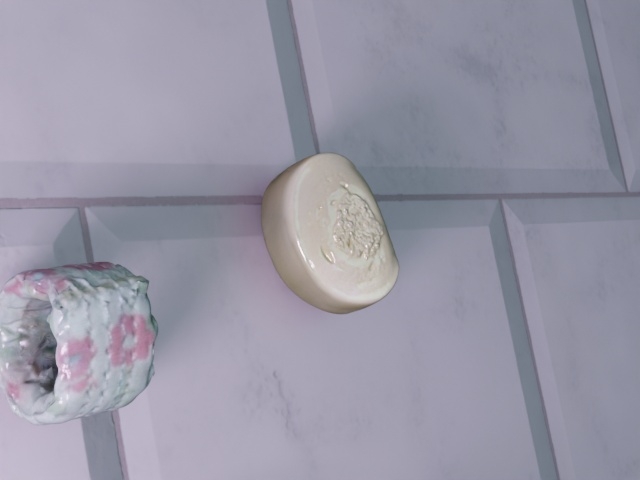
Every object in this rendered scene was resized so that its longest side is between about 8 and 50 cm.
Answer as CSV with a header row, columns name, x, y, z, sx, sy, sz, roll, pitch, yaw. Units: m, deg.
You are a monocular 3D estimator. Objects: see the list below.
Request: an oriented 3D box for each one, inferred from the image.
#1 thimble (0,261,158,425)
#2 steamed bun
name,x,y,z,sx,sy,sz,roll,pitch,yaw
thimble,-0.304,0.119,1.547,0.149,0.211,0.185,-9,54,-46
steamed bun,0.000,0.000,1.919,0.154,0.200,0.250,-23,92,-23
